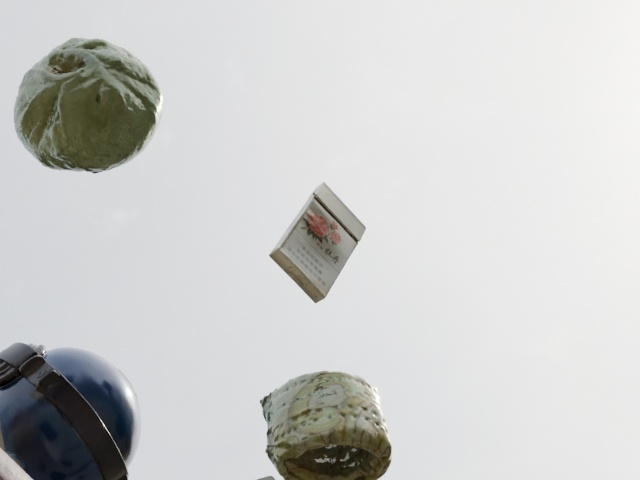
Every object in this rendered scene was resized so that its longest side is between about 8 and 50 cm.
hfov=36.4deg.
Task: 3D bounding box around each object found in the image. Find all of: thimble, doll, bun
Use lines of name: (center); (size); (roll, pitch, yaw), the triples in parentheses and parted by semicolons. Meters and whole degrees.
thimble: (0.006, 0.279, 1.433); (0.191, 0.143, 0.137); (6, -54, -8)
doll: (-0.406, 0.283, 1.469); (0.240, 0.310, 0.284); (-38, -79, -30)
bun: (-0.300, -0.178, 1.240); (0.195, 0.195, 0.118); (-21, -36, -6)

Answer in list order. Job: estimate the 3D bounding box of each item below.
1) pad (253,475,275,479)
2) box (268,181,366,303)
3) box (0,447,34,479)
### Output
pad: (-0.160, 0.367, 1.150); (0.265, 0.159, 0.009); (-14, -57, -13)
box: (0.000, 0.000, 1.532); (0.109, 0.198, 0.029); (47, -50, -12)
box: (-0.367, 0.247, 0.972); (0.120, 0.069, 0.224); (-36, -68, 8)
